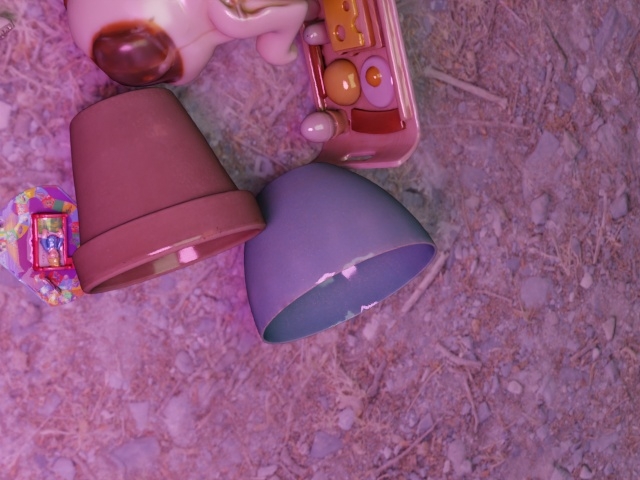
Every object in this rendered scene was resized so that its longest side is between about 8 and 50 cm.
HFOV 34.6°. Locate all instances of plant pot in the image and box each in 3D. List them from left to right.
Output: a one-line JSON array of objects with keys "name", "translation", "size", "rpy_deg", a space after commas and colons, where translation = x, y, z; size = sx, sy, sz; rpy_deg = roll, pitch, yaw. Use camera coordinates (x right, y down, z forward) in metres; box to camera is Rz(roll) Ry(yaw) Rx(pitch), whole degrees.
[{"name": "plant pot", "translation": [-0.230, -0.077, 1.393], "size": [0.263, 0.263, 0.229], "rpy_deg": [-17, 85, -31]}, {"name": "plant pot", "translation": [0.000, 0.000, 1.536], "size": [0.290, 0.290, 0.195], "rpy_deg": [-18, 70, -31]}]

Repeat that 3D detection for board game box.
[{"name": "board game box", "translation": [-0.365, 0.007, 1.416], "size": [0.169, 0.033, 0.133], "rpy_deg": [48, 68, -25]}]

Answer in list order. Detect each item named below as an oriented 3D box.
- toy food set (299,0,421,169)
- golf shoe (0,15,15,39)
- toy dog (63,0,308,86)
[{"name": "toy food set", "translation": [0.022, -0.258, 1.536], "size": [0.092, 0.219, 0.306], "rpy_deg": [-22, 104, -36]}, {"name": "golf shoe", "translation": [-0.481, -0.271, 1.311], "size": [0.176, 0.069, 0.086], "rpy_deg": [-26, 100, -30]}, {"name": "toy dog", "translation": [-0.153, -0.369, 1.343], "size": [0.408, 0.285, 0.395], "rpy_deg": [-47, 149, 14]}]
